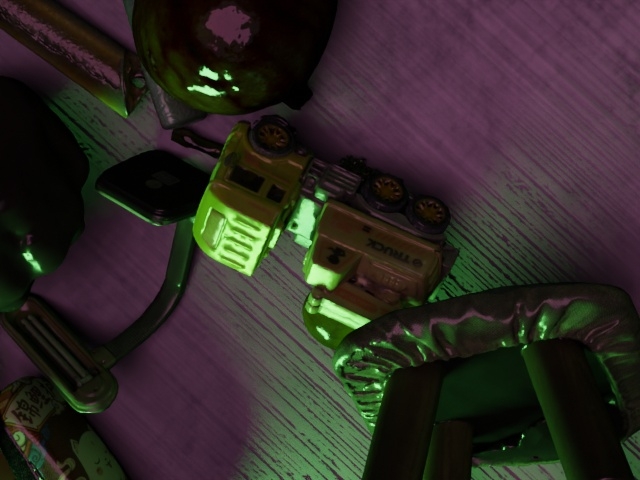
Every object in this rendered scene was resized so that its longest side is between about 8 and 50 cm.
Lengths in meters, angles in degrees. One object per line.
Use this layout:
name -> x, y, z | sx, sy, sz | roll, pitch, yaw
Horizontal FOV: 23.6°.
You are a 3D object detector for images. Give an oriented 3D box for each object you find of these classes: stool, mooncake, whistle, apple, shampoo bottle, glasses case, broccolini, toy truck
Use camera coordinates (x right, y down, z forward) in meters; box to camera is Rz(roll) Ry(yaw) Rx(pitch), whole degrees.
stool -> 0.190, 0.216, 1.528 | 0.310, 0.310, 0.226 | -13, 55, 12
mooncake -> -0.385, -0.041, 1.663 | 0.283, 0.283, 0.141 | -21, 139, 15
whistle -> -0.327, -0.254, 1.703 | 0.326, 0.057, 0.068 | 35, 82, 2
apple -> 0.024, 0.077, 1.676 | 0.089, 0.089, 0.074 | -36, 54, 16
shampoo bottle -> -0.181, -0.217, 1.679 | 0.041, 0.069, 0.190 | -20, 91, 37
glasses case -> -0.270, 0.299, 1.767 | 0.082, 0.122, 0.321 | -33, 93, 18
broccolini -> -0.047, -0.079, 1.681 | 0.254, 0.057, 0.071 | 16, 71, 6
toy truck -> 0.000, 0.000, 1.589 | 0.272, 0.157, 0.124 | 26, 137, 1

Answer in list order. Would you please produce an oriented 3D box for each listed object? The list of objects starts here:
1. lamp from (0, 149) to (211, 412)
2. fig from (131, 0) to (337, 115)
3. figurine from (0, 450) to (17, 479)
lamp -> -0.243, 0.024, 1.730 | 0.203, 0.124, 0.283 | 32, 110, 26
fig -> -0.078, -0.231, 1.571 | 0.214, 0.235, 0.235 | 45, 106, -2
figurine -> -0.405, 0.397, 1.795 | 0.208, 0.181, 0.257 | -9, 108, -15
